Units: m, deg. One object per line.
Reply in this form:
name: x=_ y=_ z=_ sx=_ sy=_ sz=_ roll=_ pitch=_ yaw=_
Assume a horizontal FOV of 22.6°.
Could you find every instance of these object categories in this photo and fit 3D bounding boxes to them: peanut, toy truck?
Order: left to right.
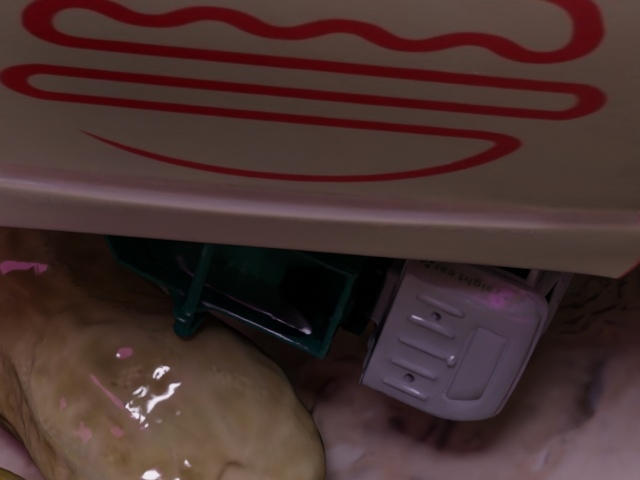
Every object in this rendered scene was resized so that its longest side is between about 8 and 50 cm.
peanut: x=-0.104 y=0.058 z=0.749 sx=0.257 sy=0.123 sz=0.123 roll=40 pitch=83 yaw=28
toy truck: x=0.000 y=0.000 z=0.700 sx=0.216 sy=0.110 sz=0.116 roll=24 pitch=38 yaw=5

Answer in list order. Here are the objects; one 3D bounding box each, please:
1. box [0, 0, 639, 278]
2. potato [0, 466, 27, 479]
box: x=-0.003 y=-0.178 z=0.533 sx=0.312 sy=0.300 sz=0.314 roll=5 pitch=74 yaw=-7
potato: x=-0.200 y=0.154 z=0.748 sx=0.200 sy=0.081 sz=0.164 roll=-1 pitch=110 yaw=14
